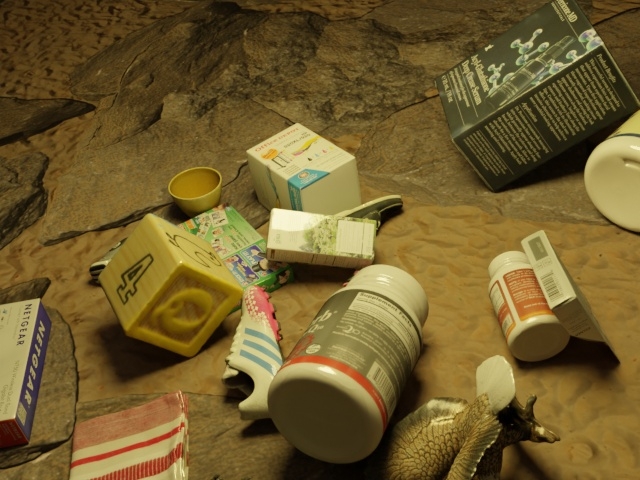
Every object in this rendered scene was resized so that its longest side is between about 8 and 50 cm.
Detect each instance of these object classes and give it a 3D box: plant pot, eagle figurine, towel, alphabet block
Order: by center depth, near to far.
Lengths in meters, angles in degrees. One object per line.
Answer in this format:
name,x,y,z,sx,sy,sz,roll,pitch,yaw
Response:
eagle figurine,0.234,0.354,1.278,0.298,0.226,0.225,-21,62,-22
towel,-0.344,0.427,1.379,0.237,0.037,0.329,-20,40,7
alphabet block,-0.313,0.094,1.630,0.193,0.192,0.197,-52,45,9
plant pot,-0.307,-0.108,1.985,0.134,0.095,0.134,-6,40,5

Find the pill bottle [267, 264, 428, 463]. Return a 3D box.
pill bottle,0.067,0.211,1.439,0.210,0.210,0.363,10,33,21

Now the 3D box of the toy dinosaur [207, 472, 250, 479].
toy dinosaur,-0.173,0.456,1.331,0.268,0.064,0.118,9,50,25

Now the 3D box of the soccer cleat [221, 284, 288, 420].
soccer cleat,-0.139,0.214,1.560,0.143,0.116,0.331,-16,41,-8

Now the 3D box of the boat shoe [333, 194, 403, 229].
boat shoe,0.104,-0.044,1.866,0.233,0.084,0.079,-23,79,-26

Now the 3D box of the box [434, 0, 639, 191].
box,0.513,-0.360,1.912,0.395,0.212,0.293,-32,34,22

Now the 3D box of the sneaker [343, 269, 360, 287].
sneaker,0.090,0.113,1.697,0.057,0.047,0.119,-31,37,-14

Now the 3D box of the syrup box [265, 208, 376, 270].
syrup box,0.000,0.000,1.738,0.237,0.096,0.093,6,71,-2

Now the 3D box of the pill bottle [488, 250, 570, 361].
pill bottle,0.405,0.124,1.560,0.121,0.121,0.216,-9,40,1

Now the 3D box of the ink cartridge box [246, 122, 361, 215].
ink cartridge box,-0.040,-0.147,1.924,0.171,0.168,0.233,-31,44,-23

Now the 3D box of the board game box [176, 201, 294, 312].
board game box,-0.234,0.041,1.836,0.213,0.046,0.317,-28,44,-19

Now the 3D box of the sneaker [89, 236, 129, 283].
sneaker,-0.423,0.030,1.840,0.229,0.086,0.132,-7,34,19

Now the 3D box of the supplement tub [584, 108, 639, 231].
supplement tub,0.777,-0.191,1.772,0.235,0.235,0.325,29,53,36

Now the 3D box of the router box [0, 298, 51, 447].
router box,-0.734,0.284,1.616,0.301,0.082,0.335,-11,40,-2

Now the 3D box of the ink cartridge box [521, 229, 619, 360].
ink cartridge box,0.476,0.117,1.502,0.066,0.232,0.189,-27,38,14
